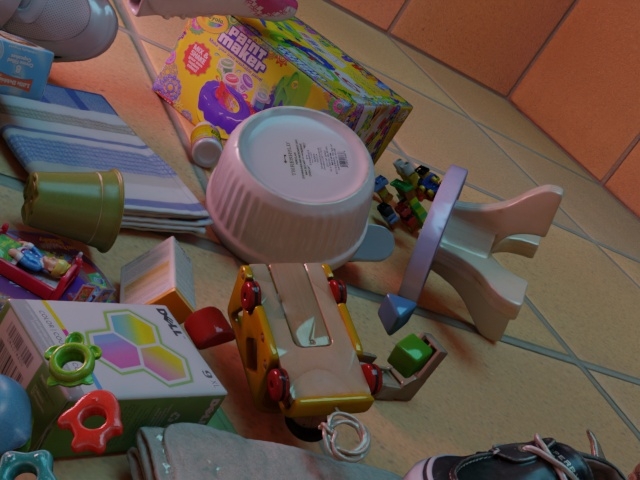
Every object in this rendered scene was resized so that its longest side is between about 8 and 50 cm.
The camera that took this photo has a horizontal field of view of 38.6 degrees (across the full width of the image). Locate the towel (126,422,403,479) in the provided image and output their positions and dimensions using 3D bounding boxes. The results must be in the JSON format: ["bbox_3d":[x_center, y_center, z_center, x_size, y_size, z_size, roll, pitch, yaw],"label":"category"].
[{"bbox_3d":[-0.007,0.233,0.679,0.282,0.049,0.187,22,24,-32],"label":"towel"}]

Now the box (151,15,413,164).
[{"bbox_3d":[-0.053,-0.228,1.456,0.290,0.177,0.279,41,21,17],"label":"box"}]

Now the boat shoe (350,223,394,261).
[{"bbox_3d":[0.000,0.000,1.208,0.183,0.065,0.083,10,-7,-15],"label":"boat shoe"}]

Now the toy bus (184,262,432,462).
[{"bbox_3d":[-0.019,0.114,0.831,0.191,0.104,0.202,31,42,11],"label":"toy bus"}]

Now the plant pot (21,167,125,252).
[{"bbox_3d":[-0.238,-0.034,0.866,0.079,0.083,0.083,9,30,-31],"label":"plant pot"}]

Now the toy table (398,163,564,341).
[{"bbox_3d":[0.221,0.009,1.280,0.160,0.252,0.274,22,42,9],"label":"toy table"}]

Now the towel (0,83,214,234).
[{"bbox_3d":[-0.272,-0.101,1.050,0.209,0.034,0.285,5,33,-49],"label":"towel"}]

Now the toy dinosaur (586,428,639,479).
[{"bbox_3d":[0.386,0.331,0.964,0.200,0.127,0.295,27,8,-39],"label":"toy dinosaur"}]

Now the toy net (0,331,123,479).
[{"bbox_3d":[-0.171,0.163,0.544,0.122,0.045,0.232,-11,49,-16],"label":"toy net"}]

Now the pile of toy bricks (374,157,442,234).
[{"bbox_3d":[0.159,-0.053,1.528,0.105,0.118,0.212,56,-6,-23],"label":"pile of toy bricks"}]

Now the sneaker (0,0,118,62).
[{"bbox_3d":[-0.427,-0.325,1.103,0.365,0.137,0.210,25,3,-10],"label":"sneaker"}]

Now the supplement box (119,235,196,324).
[{"bbox_3d":[-0.151,0.046,0.846,0.036,0.062,0.098,55,9,-30],"label":"supplement box"}]

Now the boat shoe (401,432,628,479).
[{"bbox_3d":[0.184,0.223,0.816,0.335,0.119,0.121,18,32,-55],"label":"boat shoe"}]

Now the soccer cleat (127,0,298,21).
[{"bbox_3d":[-0.184,-0.357,1.262,0.331,0.143,0.116,19,18,-40],"label":"soccer cleat"}]

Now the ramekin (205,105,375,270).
[{"bbox_3d":[-0.031,-0.069,1.109,0.207,0.109,0.207,9,48,-10],"label":"ramekin"}]

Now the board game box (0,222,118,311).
[{"bbox_3d":[-0.251,0.018,0.810,0.168,0.033,0.133,10,31,-49],"label":"board game box"}]

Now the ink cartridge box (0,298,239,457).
[{"bbox_3d":[-0.148,0.106,0.725,0.209,0.062,0.109,9,31,-49],"label":"ink cartridge box"}]

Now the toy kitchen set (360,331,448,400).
[{"bbox_3d":[0.076,0.124,1.004,0.083,0.075,0.068,17,24,-47],"label":"toy kitchen set"}]

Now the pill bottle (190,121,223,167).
[{"bbox_3d":[-0.160,-0.138,1.281,0.043,0.043,0.083,25,22,-23],"label":"pill bottle"}]

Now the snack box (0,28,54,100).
[{"bbox_3d":[-0.457,-0.220,0.914,0.322,0.060,0.187,8,16,-47],"label":"snack box"}]
